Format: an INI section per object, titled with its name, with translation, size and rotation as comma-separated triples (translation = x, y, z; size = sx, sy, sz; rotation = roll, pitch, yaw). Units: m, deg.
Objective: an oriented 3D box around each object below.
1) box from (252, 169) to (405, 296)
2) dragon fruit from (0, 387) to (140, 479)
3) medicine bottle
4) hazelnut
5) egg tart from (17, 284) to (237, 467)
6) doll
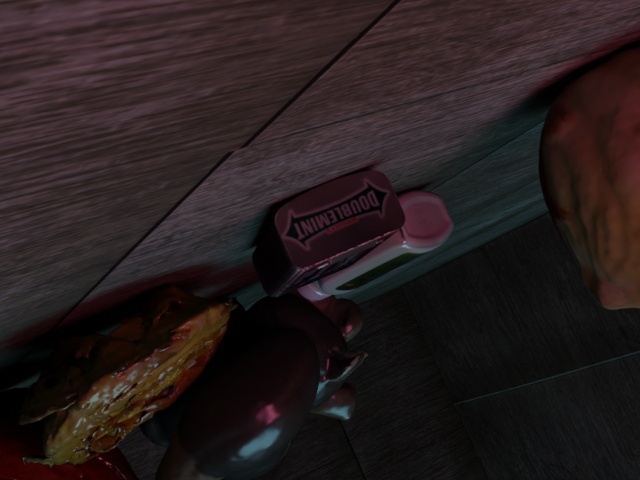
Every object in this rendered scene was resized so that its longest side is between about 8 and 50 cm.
[box]
translation = 0.000, 0.000, 0.971
size = 0.120, 0.069, 0.224
rotation = -23, 174, -11
[dragon fruit]
translation = -0.334, 0.261, 1.240
size = 0.100, 0.282, 0.343
rotation = -62, -166, -6
[medicine bottle]
translation = 0.054, 0.013, 1.214
size = 0.115, 0.078, 0.219
rotation = -19, 171, -47
[hazelnut]
translation = 0.318, -0.048, 0.901
size = 0.241, 0.261, 0.261
rotation = -55, 172, 1
[egg tart]
translation = -0.222, 0.135, 1.071
size = 0.297, 0.132, 0.297
rotation = -39, 175, -4
[doll]
translation = -0.138, 0.218, 1.323
size = 0.382, 0.252, 0.379
rotation = -47, 163, 18
